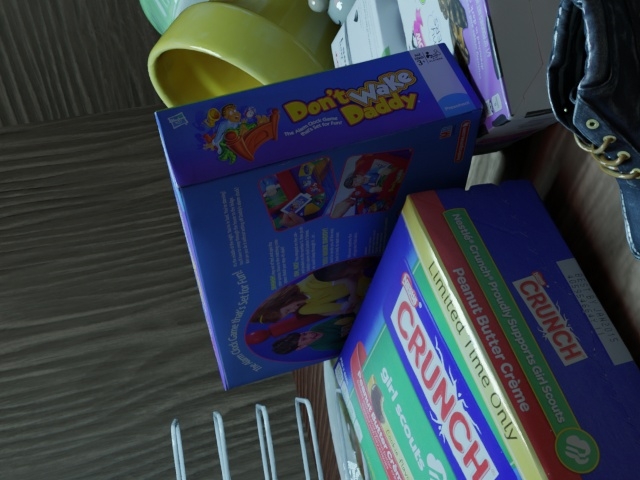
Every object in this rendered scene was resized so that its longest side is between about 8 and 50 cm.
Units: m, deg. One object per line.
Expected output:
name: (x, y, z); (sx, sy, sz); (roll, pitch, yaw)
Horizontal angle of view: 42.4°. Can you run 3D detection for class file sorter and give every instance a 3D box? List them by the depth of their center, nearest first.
file sorter: (-0.077, 0.328, 1.214); (0.193, 0.278, 0.173); (134, 127, -78)

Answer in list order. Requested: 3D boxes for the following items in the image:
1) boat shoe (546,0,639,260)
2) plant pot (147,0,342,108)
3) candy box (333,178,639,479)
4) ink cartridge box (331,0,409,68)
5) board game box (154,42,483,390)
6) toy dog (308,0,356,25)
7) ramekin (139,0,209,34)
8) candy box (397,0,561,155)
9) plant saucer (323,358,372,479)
boat shoe: (0.177, -0.061, 0.484); (0.065, 0.083, 0.183); (-124, 25, -67)
plant pot: (-0.070, -0.266, 1.150); (0.239, 0.254, 0.254); (-60, -7, -23)
candy box: (0.131, 0.148, 0.706); (0.317, 0.122, 0.268); (109, 146, -53)
ink cartridge box: (0.084, -0.174, 0.883); (0.219, 0.093, 0.160); (153, 107, -80)
board game box: (0.000, 0.000, 0.746); (0.347, 0.234, 0.078); (90, 162, -56)
toy dog: (-0.014, -0.429, 0.984); (0.220, 0.161, 0.333); (160, 100, -81)
ramekin: (-0.127, -0.392, 1.317); (0.303, 0.304, 0.148); (91, 157, -50)
candy box: (0.132, -0.162, 0.677); (0.196, 0.070, 0.164); (152, 107, -80)
plant saucer: (0.098, 0.337, 1.324); (0.400, 0.101, 0.400); (169, 90, -81)
